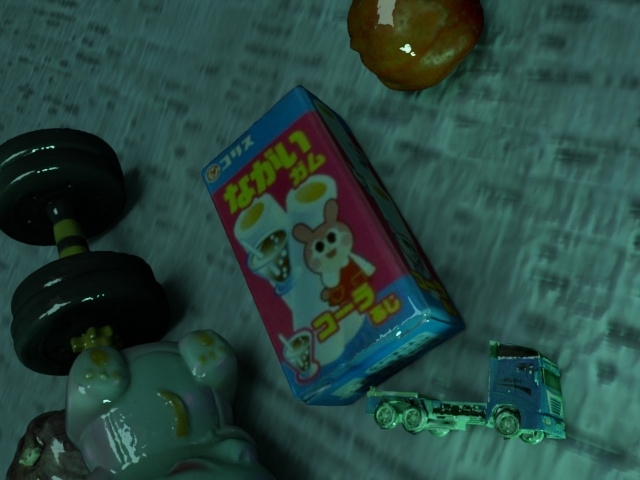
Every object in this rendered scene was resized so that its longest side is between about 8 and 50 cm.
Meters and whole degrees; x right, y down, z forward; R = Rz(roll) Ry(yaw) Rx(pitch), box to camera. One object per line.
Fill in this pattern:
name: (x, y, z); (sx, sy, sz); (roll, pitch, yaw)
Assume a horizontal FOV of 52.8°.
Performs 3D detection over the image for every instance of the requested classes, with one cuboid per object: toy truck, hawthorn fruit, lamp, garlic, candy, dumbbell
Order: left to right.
garlic: (-0.328, 0.280, 0.806); (0.159, 0.102, 0.147); (6, 74, 36)
dumbbell: (-0.321, 0.010, 0.837); (0.185, 0.185, 0.388); (-38, 59, 19)
lamp: (-0.152, 0.268, 0.648); (0.301, 0.247, 0.247); (61, 141, 38)
candy: (0.001, 0.000, 0.675); (0.157, 0.100, 0.305); (-39, 59, 20)
hawthorn fruit: (0.100, -0.224, 0.660); (0.138, 0.133, 0.132); (-28, 62, 21)
toy truck: (0.124, 0.135, 0.575); (0.175, 0.067, 0.081); (-7, 66, 36)
